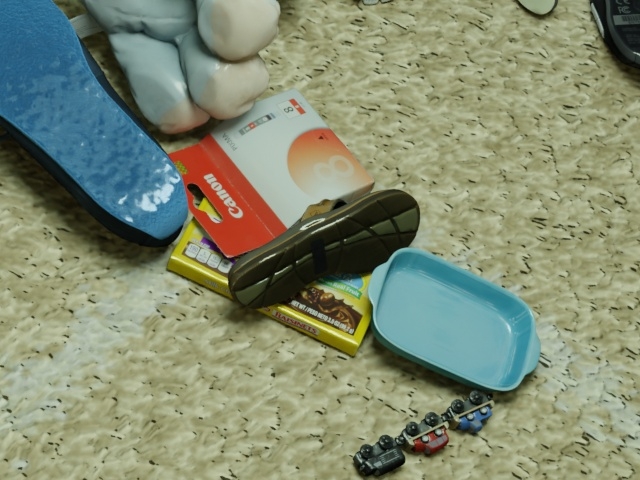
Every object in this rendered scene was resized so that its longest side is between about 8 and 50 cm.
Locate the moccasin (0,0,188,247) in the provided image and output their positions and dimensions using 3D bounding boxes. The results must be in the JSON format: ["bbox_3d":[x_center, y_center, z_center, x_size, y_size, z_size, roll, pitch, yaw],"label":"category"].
[{"bbox_3d":[-0.263,-0.118,1.700,0.138,0.117,0.342,-32,76,-14],"label":"moccasin"}]

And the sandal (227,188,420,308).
[{"bbox_3d":[0.000,0.000,1.687,0.219,0.090,0.060,-25,45,-20],"label":"sandal"}]

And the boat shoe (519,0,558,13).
[{"bbox_3d":[0.231,-0.312,1.959,0.043,0.049,0.137,5,48,-57],"label":"boat shoe"}]

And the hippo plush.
[{"bbox_3d":[-0.116,-0.255,1.787,0.236,0.294,0.234,-38,118,-47],"label":"hippo plush"}]

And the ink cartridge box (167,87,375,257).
[{"bbox_3d":[-0.057,-0.072,1.735,0.179,0.045,0.145,-21,60,-35],"label":"ink cartridge box"}]

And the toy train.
[{"bbox_3d":[0.104,0.186,1.654,0.158,0.027,0.036,-23,72,-23],"label":"toy train"}]

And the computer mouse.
[{"bbox_3d":[0.388,-0.279,1.969,0.184,0.060,0.262,-7,51,-12],"label":"computer mouse"}]

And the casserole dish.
[{"bbox_3d":[0.126,0.083,1.699,0.188,0.037,0.114,25,58,-11],"label":"casserole dish"}]

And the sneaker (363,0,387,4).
[{"bbox_3d":[0.116,-0.326,1.924,0.191,0.071,0.083,-11,55,-13],"label":"sneaker"}]

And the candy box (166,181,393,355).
[{"bbox_3d":[-0.038,0.027,1.714,0.206,0.027,0.105,25,55,2],"label":"candy box"}]
